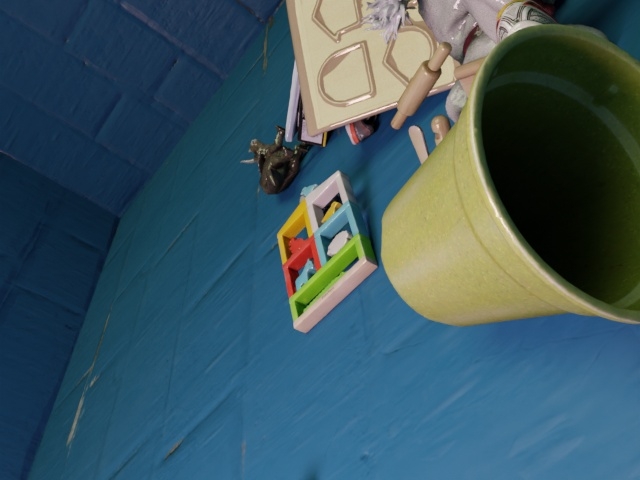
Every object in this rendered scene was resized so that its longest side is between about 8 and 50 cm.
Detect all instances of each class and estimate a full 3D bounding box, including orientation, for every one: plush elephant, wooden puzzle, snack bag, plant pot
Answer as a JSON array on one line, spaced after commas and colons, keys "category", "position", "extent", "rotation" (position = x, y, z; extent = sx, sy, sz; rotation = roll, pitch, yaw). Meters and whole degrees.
[{"category": "plush elephant", "position": [0.255, -0.286, 0.869], "extent": [0.330, 0.255, 0.272], "rotation": [-27, -21, -6]}, {"category": "wooden puzzle", "position": [0.105, -0.389, 1.240], "extent": [0.348, 0.081, 0.321], "rotation": [-16, 75, 29]}, {"category": "snack bag", "position": [-0.040, -0.422, 1.565], "extent": [0.342, 0.037, 0.322], "rotation": [-75, -4, -62]}, {"category": "plant pot", "position": [0.195, -0.026, 0.657], "extent": [0.254, 0.276, 0.276], "rotation": [-40, 27, 60]}]

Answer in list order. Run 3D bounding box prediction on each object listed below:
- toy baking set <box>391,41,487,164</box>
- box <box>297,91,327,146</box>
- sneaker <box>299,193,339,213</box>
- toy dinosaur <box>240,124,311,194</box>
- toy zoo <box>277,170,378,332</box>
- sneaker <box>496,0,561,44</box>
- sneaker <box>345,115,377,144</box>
[{"category": "toy baking set", "position": [0.175, -0.134, 0.868], "extent": [0.030, 0.196, 0.256], "rotation": [-33, -9, -32]}, {"category": "box", "position": [0.016, -0.426, 1.524], "extent": [0.257, 0.080, 0.321], "rotation": [95, -173, -52]}, {"category": "sneaker", "position": [-0.004, -0.069, 1.324], "extent": [0.135, 0.052, 0.058], "rotation": [-25, 49, 63]}, {"category": "toy dinosaur", "position": [-0.100, -0.176, 1.588], "extent": [0.160, 0.121, 0.313], "rotation": [-60, 25, 26]}, {"category": "toy zoo", "position": [0.000, 0.000, 1.187], "extent": [0.192, 0.030, 0.293], "rotation": [-45, 36, 26]}, {"category": "sneaker", "position": [0.260, -0.186, 0.719], "extent": [0.088, 0.225, 0.092], "rotation": [-24, 58, 24]}, {"category": "sneaker", "position": [0.091, -0.257, 1.373], "extent": [0.065, 0.061, 0.157], "rotation": [-18, 38, 16]}]
